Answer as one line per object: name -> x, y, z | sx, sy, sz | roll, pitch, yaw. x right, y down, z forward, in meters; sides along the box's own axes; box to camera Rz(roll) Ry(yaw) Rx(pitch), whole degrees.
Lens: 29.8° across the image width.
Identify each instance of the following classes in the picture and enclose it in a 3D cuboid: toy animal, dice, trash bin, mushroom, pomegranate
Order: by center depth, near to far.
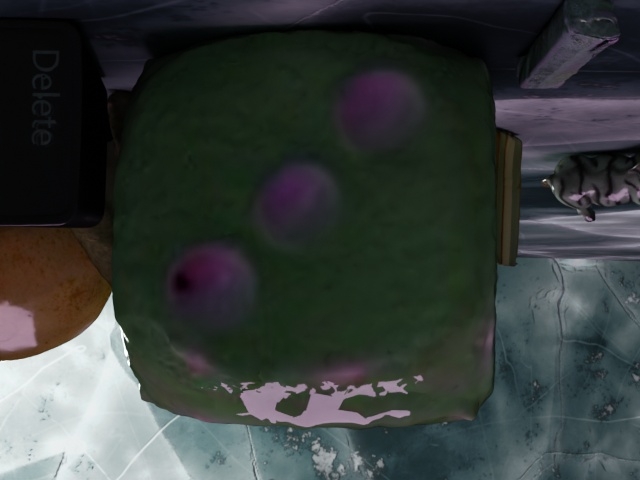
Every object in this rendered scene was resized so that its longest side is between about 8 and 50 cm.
trash bin -> -0.250, -0.090, 1.065 | 0.115, 0.165, 0.225 | 0, 178, -1
dice -> 0.000, 0.000, 1.099 | 0.322, 0.330, 0.318 | 2, 174, 8
mushroom -> -0.234, -0.037, 1.363 | 0.212, 0.217, 0.292 | 5, 175, -9
toy animal -> 0.427, -0.079, 1.625 | 0.170, 0.090, 0.255 | 10, 168, -40
pomegranate -> -0.413, 0.018, 1.658 | 0.319, 0.319, 0.319 | 1, 175, 0

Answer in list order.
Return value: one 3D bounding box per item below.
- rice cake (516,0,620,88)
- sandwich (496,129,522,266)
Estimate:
rice cake -> 0.196, -0.154, 0.973 | 0.043, 0.034, 0.211 | 4, 176, 0
sandwich -> 0.181, -0.050, 1.481 | 0.113, 0.163, 0.079 | -1, 175, 34
